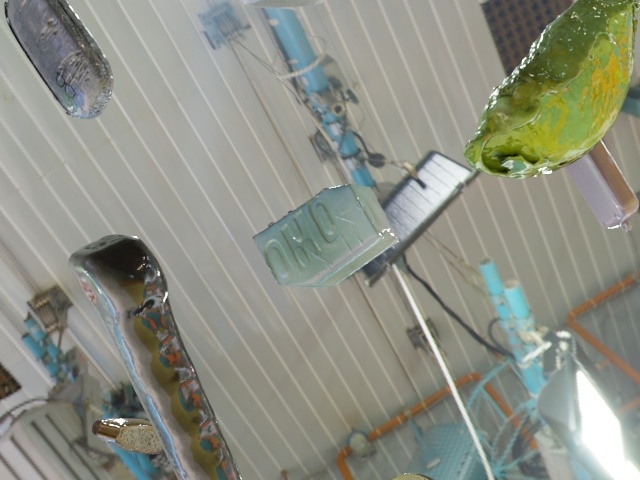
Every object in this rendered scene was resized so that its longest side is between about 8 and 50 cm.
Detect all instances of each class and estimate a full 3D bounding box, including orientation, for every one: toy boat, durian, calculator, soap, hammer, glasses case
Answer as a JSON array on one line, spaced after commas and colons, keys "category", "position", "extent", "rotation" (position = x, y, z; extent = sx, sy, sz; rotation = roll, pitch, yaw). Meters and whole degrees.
[{"category": "toy boat", "position": [-0.267, 0.280, 1.127], "extent": [0.149, 0.049, 0.047], "rotation": [38, -115, -57]}, {"category": "durian", "position": [0.233, -0.146, 0.790], "extent": [0.250, 0.101, 0.139], "rotation": [-47, -50, -9]}, {"category": "calculator", "position": [0.345, -0.088, 0.993], "extent": [0.032, 0.100, 0.175], "rotation": [-28, -101, 0]}, {"category": "soap", "position": [0.000, 0.000, 1.344], "extent": [0.230, 0.145, 0.091], "rotation": [-36, -21, 24]}, {"category": "hammer", "position": [-0.036, 0.131, 0.345], "extent": [0.033, 0.111, 0.288], "rotation": [-31, -72, -36]}, {"category": "glasses case", "position": [-0.428, -0.319, 1.278], "extent": [0.109, 0.282, 0.067], "rotation": [-46, -16, 29]}]

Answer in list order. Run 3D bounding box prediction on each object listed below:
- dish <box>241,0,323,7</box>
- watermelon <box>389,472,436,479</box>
[{"category": "dish", "position": [-0.032, -0.449, 1.119], "extent": [0.154, 0.064, 0.234], "rotation": [-14, -60, -33]}, {"category": "watermelon", "position": [0.149, 0.460, 1.368], "extent": [0.163, 0.087, 0.069], "rotation": [-53, -27, 15]}]
